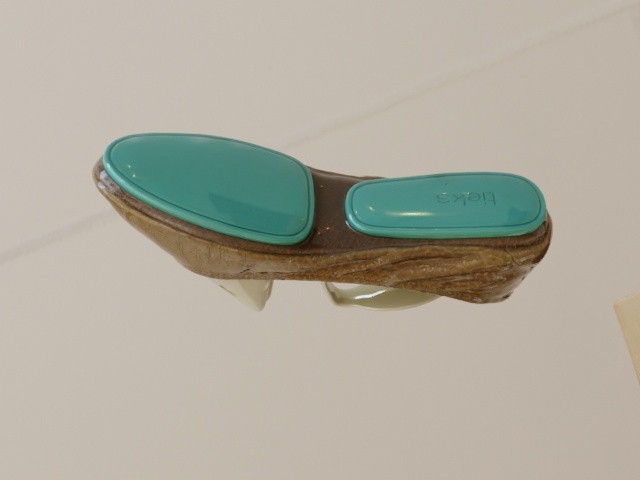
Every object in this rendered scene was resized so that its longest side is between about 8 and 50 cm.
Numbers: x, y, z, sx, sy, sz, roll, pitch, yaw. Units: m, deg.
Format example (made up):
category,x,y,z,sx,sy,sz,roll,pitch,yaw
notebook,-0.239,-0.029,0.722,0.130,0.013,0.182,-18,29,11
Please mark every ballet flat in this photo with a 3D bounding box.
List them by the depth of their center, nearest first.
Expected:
category,x,y,z,sx,sy,sz,roll,pitch,yaw
ballet flat,0.000,0.000,0.969,0.343,0.116,0.124,4,-46,-4

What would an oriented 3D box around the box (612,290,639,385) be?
category,x,y,z,sx,sy,sz,roll,pitch,yaw
box,0.377,0.101,1.196,0.021,0.201,0.164,-6,-106,-40
